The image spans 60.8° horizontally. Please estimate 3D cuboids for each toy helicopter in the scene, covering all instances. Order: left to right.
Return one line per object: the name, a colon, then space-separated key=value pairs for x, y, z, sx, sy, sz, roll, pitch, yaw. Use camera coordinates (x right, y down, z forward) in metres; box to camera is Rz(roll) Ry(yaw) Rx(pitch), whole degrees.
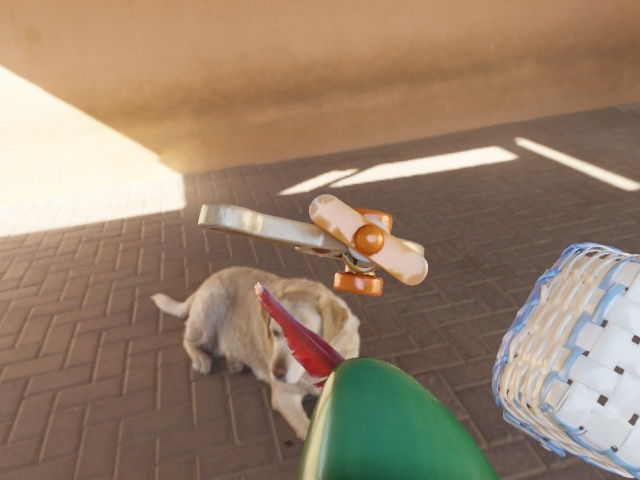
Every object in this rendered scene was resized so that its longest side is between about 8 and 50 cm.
toy helicopter: x=0.000 y=0.000 z=0.810 sx=0.355 sy=0.140 sz=0.235 roll=12 pitch=-4 yaw=-25

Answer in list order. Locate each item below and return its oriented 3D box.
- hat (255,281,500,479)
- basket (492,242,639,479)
hat: x=0.047 y=0.096 z=0.395 sx=0.209 sy=0.173 sz=0.183 roll=8 pitch=62 yaw=-5
basket: x=0.312 y=0.133 z=0.617 sx=0.201 sy=0.254 sz=0.289 roll=31 pitch=1 yaw=3
